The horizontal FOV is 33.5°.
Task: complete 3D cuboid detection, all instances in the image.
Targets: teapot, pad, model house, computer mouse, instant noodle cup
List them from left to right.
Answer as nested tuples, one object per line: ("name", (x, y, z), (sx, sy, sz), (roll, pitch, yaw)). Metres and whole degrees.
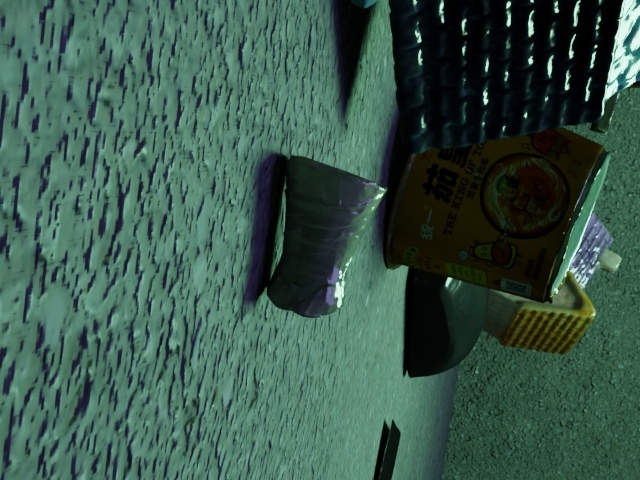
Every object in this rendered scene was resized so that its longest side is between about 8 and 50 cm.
("teapot", (0.000, 0.000, 0.581), (0.067, 0.057, 0.083), (12, 95, -76))
("pad", (0.066, 0.362, 1.335), (0.159, 0.009, 0.265), (67, 35, -71))
("computer mouse", (0.175, 0.075, 1.426), (0.269, 0.100, 0.170), (86, 14, -49))
("model house", (0.104, -0.190, 0.724), (0.241, 0.226, 0.261), (-37, 148, -16))
("instant noodle cup", (0.182, -0.042, 1.073), (0.216, 0.172, 0.216), (-57, 161, -34))
("model house", (0.348, 0.057, 1.744), (0.237, 0.237, 0.202), (-51, 165, -26))

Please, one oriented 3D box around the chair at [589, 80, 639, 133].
("chair", (0.393, -0.366, 1.391), (0.240, 0.203, 0.416), (-140, -114, -84))
